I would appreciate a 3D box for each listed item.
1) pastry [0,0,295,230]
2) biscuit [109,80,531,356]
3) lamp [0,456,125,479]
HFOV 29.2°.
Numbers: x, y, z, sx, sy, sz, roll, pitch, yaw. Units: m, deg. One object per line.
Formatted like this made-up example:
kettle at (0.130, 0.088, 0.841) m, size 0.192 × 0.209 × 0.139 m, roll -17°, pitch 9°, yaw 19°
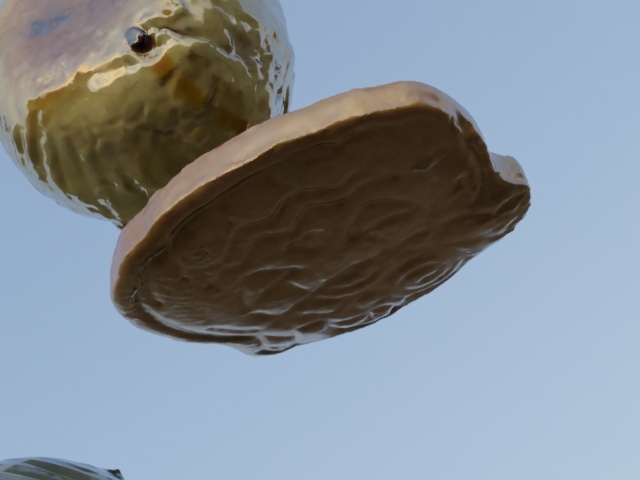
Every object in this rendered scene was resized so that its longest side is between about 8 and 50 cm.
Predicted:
pastry at (-0.205, -0.190, 1.488) m, size 0.388 × 0.389 × 0.312 m, roll -33°, pitch -34°, yaw 7°
biscuit at (0.001, 0.002, 1.190) m, size 0.385 × 0.062 × 0.365 m, roll -32°, pitch -33°, yaw 21°
lamp at (-0.222, 0.293, 1.028) m, size 0.265 × 0.233 × 0.233 m, roll 30°, pitch -65°, yaw -11°
